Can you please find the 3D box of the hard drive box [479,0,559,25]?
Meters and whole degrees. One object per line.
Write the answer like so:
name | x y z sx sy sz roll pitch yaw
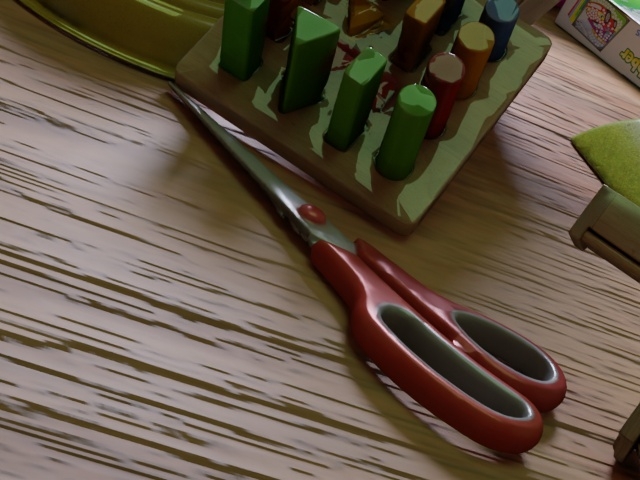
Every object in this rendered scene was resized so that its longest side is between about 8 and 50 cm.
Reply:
hard drive box | 0.112 -0.184 0.969 0.089 0.181 0.232 50 26 2

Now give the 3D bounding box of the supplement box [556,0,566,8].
supplement box | 0.188 -0.335 1.409 0.220 0.111 0.114 23 49 -11

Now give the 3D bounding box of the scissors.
scissors | 0.000 0.000 0.703 0.297 0.021 0.109 39 26 22

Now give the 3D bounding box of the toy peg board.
toy peg board | 0.031 -0.117 0.794 0.161 0.079 0.160 34 63 9

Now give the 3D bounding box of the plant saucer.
plant saucer | 0.298 -0.022 1.032 0.188 0.045 0.188 16 27 -26

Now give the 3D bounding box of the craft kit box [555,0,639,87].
craft kit box | 0.388 -0.156 1.381 0.250 0.061 0.246 2 38 -45

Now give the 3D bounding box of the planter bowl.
planter bowl | -0.096 -0.186 0.883 0.217 0.090 0.217 23 24 -11

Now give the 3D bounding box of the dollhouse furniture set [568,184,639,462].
dollhouse furniture set | 0.191 0.078 0.712 0.182 0.101 0.161 36 1 17
